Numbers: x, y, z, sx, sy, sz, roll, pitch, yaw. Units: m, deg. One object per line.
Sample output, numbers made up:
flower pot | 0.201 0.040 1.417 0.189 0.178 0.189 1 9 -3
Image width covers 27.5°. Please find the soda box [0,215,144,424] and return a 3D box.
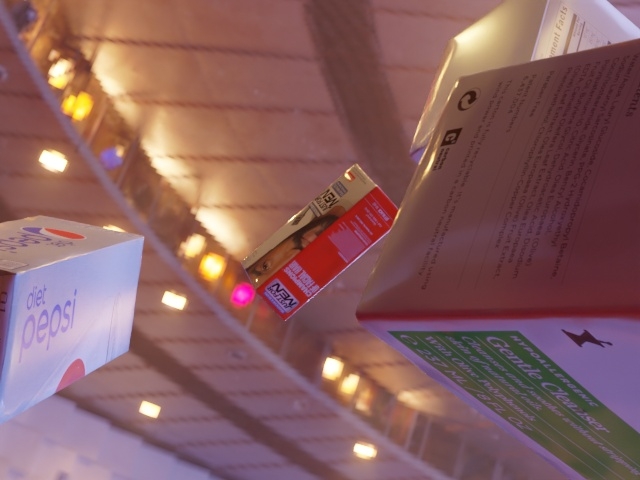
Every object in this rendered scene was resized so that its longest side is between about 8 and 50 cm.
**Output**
soda box | -0.204 0.045 0.888 0.091 0.098 0.286 10 5 6

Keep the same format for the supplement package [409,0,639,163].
supplement package | 0.213 -0.071 1.014 0.244 0.134 0.139 36 -38 -20

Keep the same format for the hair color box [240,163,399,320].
hair color box | 0.000 0.000 1.388 0.053 0.167 0.093 47 2 -23

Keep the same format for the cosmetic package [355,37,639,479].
cosmetic package | 0.216 0.012 0.545 0.197 0.155 0.365 37 -24 -29
